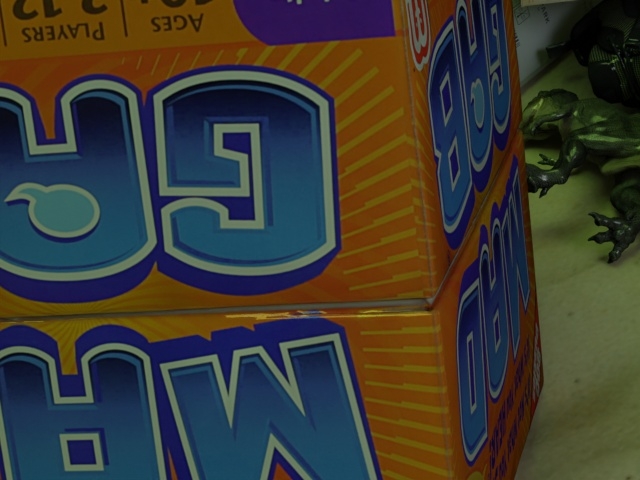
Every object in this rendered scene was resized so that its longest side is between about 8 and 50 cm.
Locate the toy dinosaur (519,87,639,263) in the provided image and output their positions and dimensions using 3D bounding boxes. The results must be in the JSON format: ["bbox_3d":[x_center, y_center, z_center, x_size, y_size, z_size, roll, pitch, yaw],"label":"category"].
[{"bbox_3d":[0.207,-0.050,1.387,0.118,0.064,0.268,-36,40,-28],"label":"toy dinosaur"}]

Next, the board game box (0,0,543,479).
[{"bbox_3d":[-0.081,-0.014,1.117,0.356,0.356,0.356,-3,17,14],"label":"board game box"}]

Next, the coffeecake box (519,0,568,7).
[{"bbox_3d":[0.229,-0.251,1.445,0.185,0.068,0.142,-6,49,3],"label":"coffeecake box"}]

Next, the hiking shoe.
[{"bbox_3d":[0.258,-0.127,1.444,0.114,0.086,0.227,-36,27,-9],"label":"hiking shoe"}]

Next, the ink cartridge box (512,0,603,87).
[{"bbox_3d":[0.107,-0.260,1.654,0.272,0.130,0.309,-39,38,-22],"label":"ink cartridge box"}]
